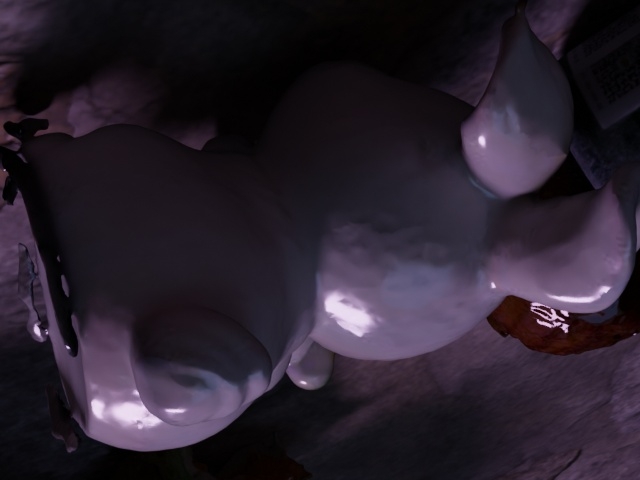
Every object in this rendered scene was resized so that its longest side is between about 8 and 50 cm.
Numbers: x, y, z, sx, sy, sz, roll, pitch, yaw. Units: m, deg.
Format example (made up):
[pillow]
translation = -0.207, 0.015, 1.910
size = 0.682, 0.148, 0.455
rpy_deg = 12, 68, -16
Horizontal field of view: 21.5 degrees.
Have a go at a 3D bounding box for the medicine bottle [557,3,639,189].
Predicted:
[medicine bottle]
translation = 0.281, -0.119, 0.955
size = 0.293, 0.141, 0.141
rpy_deg = -35, 148, 17

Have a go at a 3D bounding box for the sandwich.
[sandwich]
translation = -0.102, 0.222, 1.278
size = 0.160, 0.109, 0.185
rpy_deg = -17, 154, -53

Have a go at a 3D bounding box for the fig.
[fig]
translation = 0.146, 0.031, 1.122
size = 0.146, 0.134, 0.201
rpy_deg = 7, 147, -28

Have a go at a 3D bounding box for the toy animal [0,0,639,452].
[toy animal]
translation = -0.002, -0.003, 0.886
size = 0.310, 0.183, 0.247
rpy_deg = -13, -179, -13
